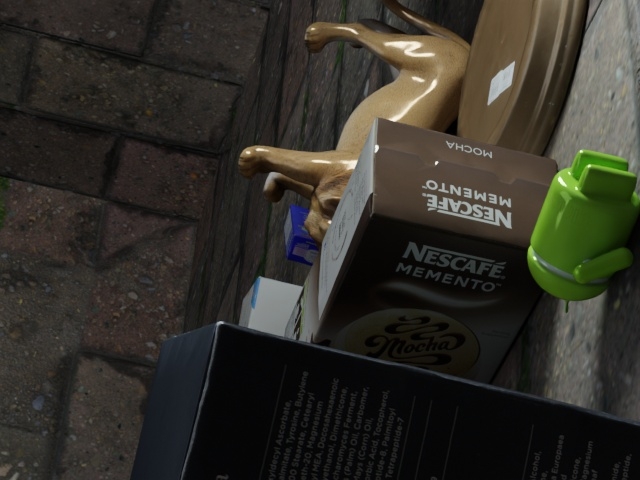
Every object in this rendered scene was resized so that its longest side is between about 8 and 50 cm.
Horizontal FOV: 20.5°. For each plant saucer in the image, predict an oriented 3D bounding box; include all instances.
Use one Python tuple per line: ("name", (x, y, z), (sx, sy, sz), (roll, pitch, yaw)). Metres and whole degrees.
("plant saucer", (0.183, -0.173, 1.648), (0.278, 0.041, 0.278), (-167, 90, -80))

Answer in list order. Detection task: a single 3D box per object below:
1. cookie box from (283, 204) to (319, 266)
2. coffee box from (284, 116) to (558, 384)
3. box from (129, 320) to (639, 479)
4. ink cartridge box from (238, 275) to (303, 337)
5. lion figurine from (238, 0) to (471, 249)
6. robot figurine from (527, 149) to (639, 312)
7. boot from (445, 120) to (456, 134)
("cookie box", (0.000, 0.000, 2.340), (0.107, 0.092, 0.040), (-97, 25, -67))
("coffee box", (0.081, 0.048, 1.550), (0.297, 0.168, 0.119), (112, 167, -46))
("box", (0.039, 0.178, 1.168), (0.343, 0.312, 0.179), (155, 128, -78))
("ink cartridge box", (-0.069, 0.122, 2.582), (0.143, 0.090, 0.092), (127, 155, -70))
("lion figurine", (0.076, -0.111, 1.824), (0.392, 0.240, 0.142), (-67, -26, -17))
("robot figurine", (0.190, -0.007, 1.281), (0.101, 0.067, 0.115), (-105, 29, -61))
("boot", (0.122, -0.150, 1.959), (0.099, 0.045, 0.121), (147, 143, -73))
